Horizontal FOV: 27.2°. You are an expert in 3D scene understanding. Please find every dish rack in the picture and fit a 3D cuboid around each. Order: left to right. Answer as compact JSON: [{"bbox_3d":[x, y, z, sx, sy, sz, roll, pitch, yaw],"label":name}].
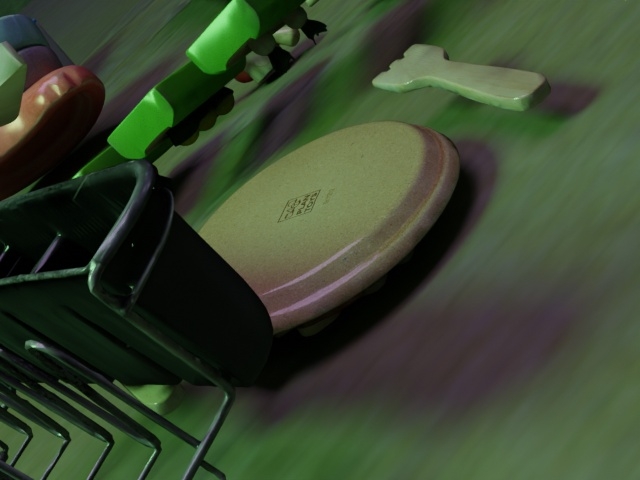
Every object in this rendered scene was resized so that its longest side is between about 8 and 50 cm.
[{"bbox_3d":[-0.130,0.113,0.394,0.208,0.074,0.271,-10,46,58],"label":"dish rack"}]

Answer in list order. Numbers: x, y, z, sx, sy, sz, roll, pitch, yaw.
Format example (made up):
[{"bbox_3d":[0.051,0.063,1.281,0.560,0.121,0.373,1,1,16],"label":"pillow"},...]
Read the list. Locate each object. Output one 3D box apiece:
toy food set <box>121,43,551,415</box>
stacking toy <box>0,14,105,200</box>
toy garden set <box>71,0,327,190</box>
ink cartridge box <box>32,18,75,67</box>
[{"bbox_3d":[0.000,0.000,0.509,0.192,0.038,0.132,-39,26,-11],"label":"toy food set"},{"bbox_3d":[-0.320,-0.068,0.962,0.309,0.130,0.279,-41,-5,-6],"label":"stacking toy"},{"bbox_3d":[-0.029,-0.106,0.743,0.244,0.049,0.204,-43,5,29],"label":"toy garden set"},{"bbox_3d":[-0.345,-0.123,1.338,0.190,0.082,0.140,-37,19,15],"label":"ink cartridge box"}]
